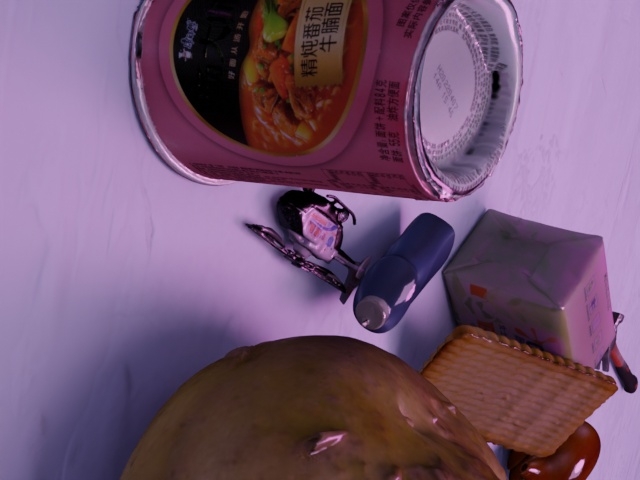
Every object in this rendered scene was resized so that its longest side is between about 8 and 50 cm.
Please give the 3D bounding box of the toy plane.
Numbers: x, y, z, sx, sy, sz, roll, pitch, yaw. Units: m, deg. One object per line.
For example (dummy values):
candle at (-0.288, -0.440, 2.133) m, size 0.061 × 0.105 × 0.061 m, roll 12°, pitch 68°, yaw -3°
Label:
toy plane at (0.001, 0.000, 0.992) m, size 0.078 × 0.053 × 0.197 m, roll -58°, pitch 142°, yaw -8°

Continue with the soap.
soap at (0.287, 0.085, 1.304) m, size 0.138 × 0.182 × 0.199 m, roll -49°, pitch 138°, yaw -30°

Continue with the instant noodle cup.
instant noodle cup at (0.016, -0.135, 0.777) m, size 0.244 × 0.255 × 0.243 m, roll -21°, pitch 118°, yaw -47°

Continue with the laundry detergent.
laundry detergent at (0.087, 0.042, 1.068) m, size 0.096 × 0.061 × 0.206 m, roll -59°, pitch 171°, yaw 32°

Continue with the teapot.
teapot at (0.379, 0.352, 1.607) m, size 0.178 × 0.135 × 0.252 m, roll -48°, pitch 173°, yaw 21°

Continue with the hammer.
hammer at (0.606, 0.247, 1.947) m, size 0.287 × 0.033 × 0.111 m, roll 46°, pitch 66°, yaw -52°

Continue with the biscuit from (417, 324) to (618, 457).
biscuit at (0.237, 0.198, 1.246) m, size 0.255 × 0.029 × 0.172 m, roll 20°, pitch 126°, yaw -20°

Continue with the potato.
potato at (0.022, 0.243, 0.840) m, size 0.442 × 0.386 × 0.319 m, roll 41°, pitch 55°, yaw -65°
